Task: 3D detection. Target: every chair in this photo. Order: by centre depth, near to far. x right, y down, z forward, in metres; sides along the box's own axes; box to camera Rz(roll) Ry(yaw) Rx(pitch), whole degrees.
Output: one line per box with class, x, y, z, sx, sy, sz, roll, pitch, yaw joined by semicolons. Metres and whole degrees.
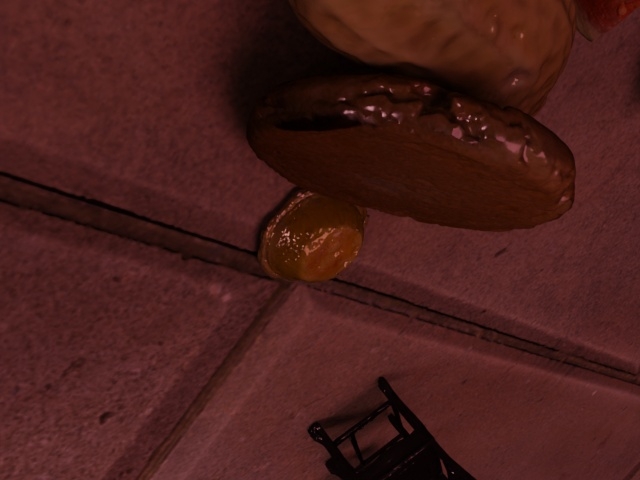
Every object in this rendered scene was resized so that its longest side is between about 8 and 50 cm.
chair;0.103;0.265;0.846;0.113;0.229;0.106;-35;141;-12

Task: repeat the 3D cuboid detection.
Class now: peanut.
peanut;0.071;-0.148;0.497;0.147;0.147;0.305;-49;141;9

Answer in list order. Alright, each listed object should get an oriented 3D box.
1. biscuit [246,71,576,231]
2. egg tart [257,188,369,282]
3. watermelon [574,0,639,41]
biscuit;0.058;-0.053;0.529;0.226;0.225;0.042;26;74;-50
egg tart;0.000;0.000;0.656;0.105;0.039;0.105;-24;141;-21
watermelon;0.221;-0.214;0.595;0.135;0.094;0.125;18;122;-43
